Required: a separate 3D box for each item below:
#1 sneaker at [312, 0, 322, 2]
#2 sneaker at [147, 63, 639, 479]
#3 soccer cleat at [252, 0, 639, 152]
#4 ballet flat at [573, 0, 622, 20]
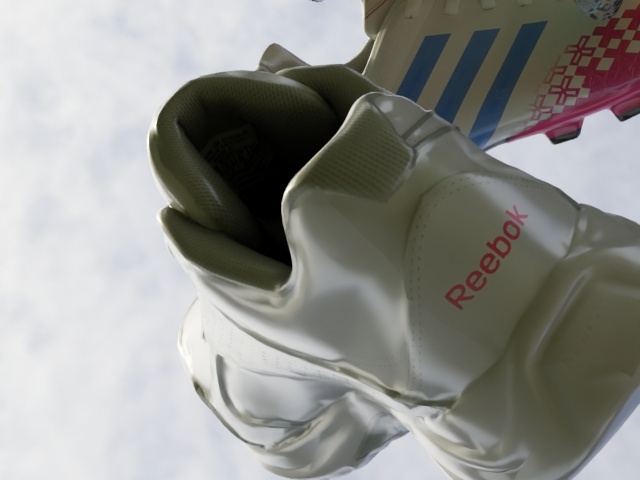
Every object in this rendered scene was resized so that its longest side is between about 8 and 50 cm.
[{"bbox_3d":[0.002,-0.218,1.334,0.044,0.040,0.109,123,-13,-50],"label":"sneaker"},{"bbox_3d":[0.000,0.000,0.483,0.090,0.115,0.232,-53,-167,-18],"label":"sneaker"},{"bbox_3d":[0.109,-0.124,1.078,0.331,0.143,0.116,-28,-164,19],"label":"soccer cleat"},{"bbox_3d":[0.142,-0.158,0.966,0.041,0.114,0.041,-19,-143,15],"label":"ballet flat"}]
